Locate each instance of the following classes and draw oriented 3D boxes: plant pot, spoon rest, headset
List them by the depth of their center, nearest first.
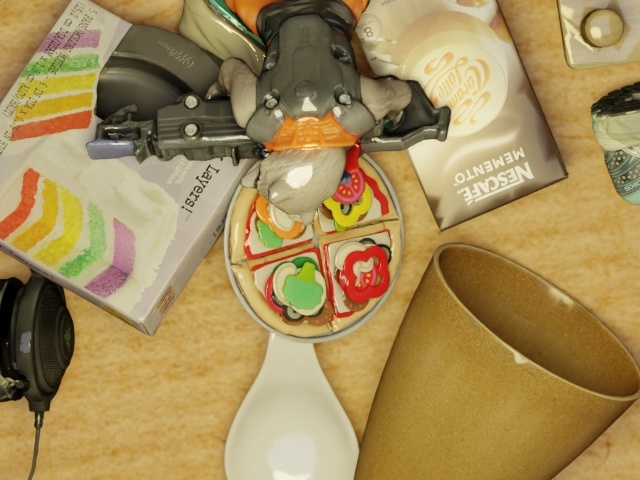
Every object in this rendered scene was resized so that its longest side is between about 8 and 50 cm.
[{"bbox_3d":[0.147,0.174,1.821,0.237,0.237,0.254,31,109,-1],"label":"plant pot"},{"bbox_3d":[-0.350,0.128,1.837,0.243,0.185,0.394,-29,83,5],"label":"headset"},{"bbox_3d":[-0.030,0.152,1.880,0.137,0.084,0.276,-1,95,2],"label":"spoon rest"}]

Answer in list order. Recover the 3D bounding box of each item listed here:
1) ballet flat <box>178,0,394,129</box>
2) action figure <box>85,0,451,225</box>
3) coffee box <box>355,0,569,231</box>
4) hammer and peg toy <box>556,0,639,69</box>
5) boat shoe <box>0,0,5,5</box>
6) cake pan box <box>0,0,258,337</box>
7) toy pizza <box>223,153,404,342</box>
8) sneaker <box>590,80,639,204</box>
[{"bbox_3d":[-0.040,-0.160,1.859,0.248,0.086,0.086,40,96,-1],"label":"ballet flat"},{"bbox_3d":[-0.062,-0.172,1.711,0.341,0.178,0.330,-11,72,1],"label":"action figure"},{"bbox_3d":[0.134,-0.150,1.835,0.141,0.098,0.246,-23,94,6],"label":"coffee box"},{"bbox_3d":[0.397,-0.308,1.796,0.361,0.127,0.265,-8,95,3],"label":"hammer and peg toy"},{"bbox_3d":[-0.310,-0.250,1.865,0.153,0.056,0.048,-31,103,6],"label":"boat shoe"},{"bbox_3d":[-0.197,-0.078,1.814,0.246,0.070,0.267,31,77,10],"label":"cake pan box"},{"bbox_3d":[0.000,0.000,1.814,0.201,0.032,0.201,-2,94,-30],"label":"toy pizza"},{"bbox_3d":[0.411,-0.109,1.844,0.283,0.110,0.122,-11,113,5],"label":"sneaker"}]
